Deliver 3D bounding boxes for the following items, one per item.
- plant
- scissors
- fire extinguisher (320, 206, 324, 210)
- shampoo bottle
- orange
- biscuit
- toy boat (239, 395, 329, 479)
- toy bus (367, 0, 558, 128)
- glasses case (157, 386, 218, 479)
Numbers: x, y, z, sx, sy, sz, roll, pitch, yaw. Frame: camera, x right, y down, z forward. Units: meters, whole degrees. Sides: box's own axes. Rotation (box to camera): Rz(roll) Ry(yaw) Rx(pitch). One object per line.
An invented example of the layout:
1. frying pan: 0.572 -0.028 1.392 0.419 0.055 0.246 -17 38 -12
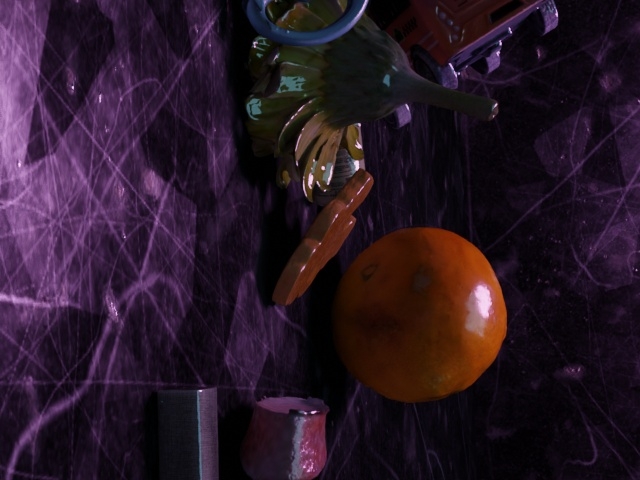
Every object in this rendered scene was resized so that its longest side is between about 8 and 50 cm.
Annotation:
1. plant: 0.026 -0.190 1.605 0.261 0.297 0.306 -7 118 -35
2. scissors: 0.081 -0.337 1.569 0.032 0.392 0.180 136 -62 -72
3. fire extinguisher: 0.014 -0.056 1.927 0.038 0.025 0.083 46 22 -6
4. shampoo bottle: 0.019 -0.132 1.844 0.079 0.079 0.162 -53 138 -69
5. orange: 0.140 0.108 1.929 0.261 0.261 0.261 -3 90 -76
6. biscuit: -0.001 0.003 1.696 0.236 0.040 0.144 -46 159 -51
7. toy boat: -0.051 0.317 1.487 0.206 0.096 0.282 118 -21 -88
8. toy bus: 0.153 -0.321 1.866 0.233 0.203 0.427 58 -12 -2
9. glasses case: -0.120 0.242 1.258 0.071 0.047 0.205 18 69 -77
